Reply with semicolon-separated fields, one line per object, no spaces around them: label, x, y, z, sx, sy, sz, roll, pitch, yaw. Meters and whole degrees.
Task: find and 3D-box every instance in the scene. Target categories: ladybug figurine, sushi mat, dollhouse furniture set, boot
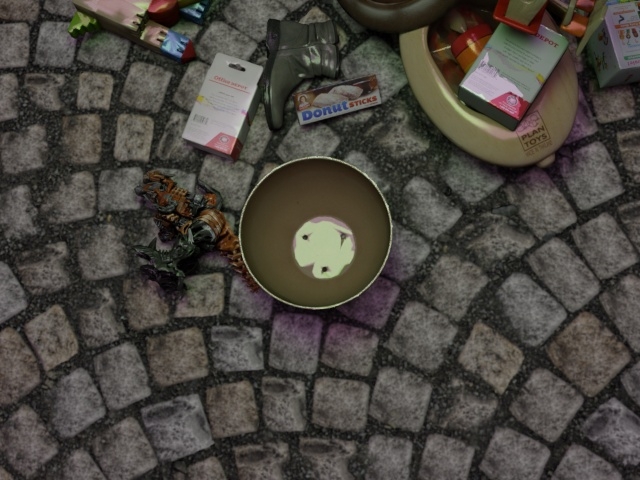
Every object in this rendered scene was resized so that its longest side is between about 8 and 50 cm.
ladybug figurine;0.329;-0.331;1.645;0.305;0.162;0.449;-26;78;2
sushi mat;0.387;-0.535;1.683;0.316;0.151;0.019;38;107;10
dollhouse furniture set;0.375;-0.461;1.487;0.262;0.135;0.259;24;56;3
boot;-0.036;-0.349;1.731;0.161;0.083;0.247;3;83;-1

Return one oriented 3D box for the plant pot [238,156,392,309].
plant pot;0.000;0.000;1.607;0.284;0.191;0.284;-1;80;6

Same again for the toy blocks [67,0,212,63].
toy blocks;-0.335;-0.559;1.762;0.261;0.191;0.381;24;84;-3

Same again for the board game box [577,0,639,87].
board game box;0.631;-0.475;1.650;0.224;0.097;0.303;-10;79;-10

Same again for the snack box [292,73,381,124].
snack box;0.034;-0.291;1.710;0.178;0.022;0.064;-16;109;-9

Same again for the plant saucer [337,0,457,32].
plant saucer;0.149;-0.557;1.590;0.310;0.050;0.311;0;89;23

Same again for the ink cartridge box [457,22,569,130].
ink cartridge box;0.351;-0.311;1.519;0.127;0.072;0.175;33;85;11

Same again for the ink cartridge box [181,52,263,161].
ink cartridge box;-0.197;-0.280;1.738;0.115;0.067;0.198;20;84;9

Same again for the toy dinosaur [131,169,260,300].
toy dinosaur;-0.257;-0.010;1.664;0.322;0.164;0.218;31;67;31
